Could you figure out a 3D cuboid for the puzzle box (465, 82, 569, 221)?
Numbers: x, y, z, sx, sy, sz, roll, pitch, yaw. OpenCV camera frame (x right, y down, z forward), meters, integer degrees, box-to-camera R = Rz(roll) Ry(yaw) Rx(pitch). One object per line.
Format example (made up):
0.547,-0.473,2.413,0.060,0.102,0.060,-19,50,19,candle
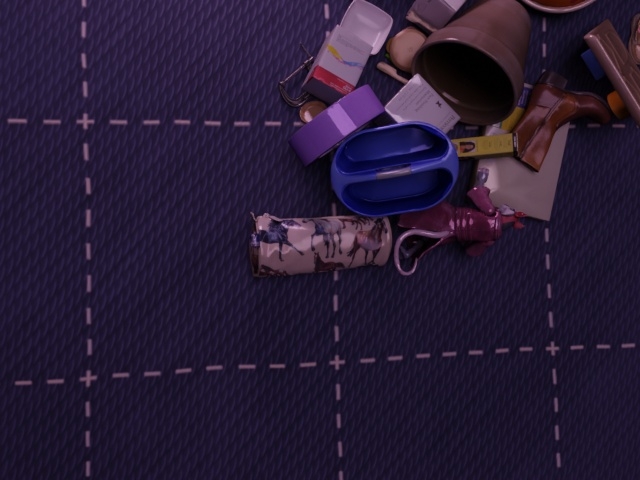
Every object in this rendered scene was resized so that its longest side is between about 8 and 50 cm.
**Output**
0.628,-0.286,1.818,0.272,0.052,0.409,14,86,-8,puzzle box

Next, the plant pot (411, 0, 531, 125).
0.469,-0.549,1.689,0.323,0.323,0.280,34,70,-7,plant pot

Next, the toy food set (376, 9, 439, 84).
0.267,-0.580,1.760,0.132,0.038,0.192,32,101,-3,toy food set

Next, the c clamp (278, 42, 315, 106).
-0.064,-0.484,1.729,0.137,0.022,0.161,44,81,-11,c clamp

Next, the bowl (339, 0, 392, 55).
0.130,-0.636,1.745,0.142,0.053,0.142,27,84,-8,bowl

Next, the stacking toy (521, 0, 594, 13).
0.726,-0.886,1.615,0.350,0.480,0.350,0,89,7,stacking toy

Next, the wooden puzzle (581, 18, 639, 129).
0.914,-0.509,1.783,0.322,0.080,0.348,56,40,-4,wooden puzzle

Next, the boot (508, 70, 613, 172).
0.724,-0.336,1.763,0.264,0.096,0.280,29,86,-11,boot

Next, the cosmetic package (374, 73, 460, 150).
0.279,-0.360,1.712,0.183,0.151,0.151,43,84,-6,cosmetic package

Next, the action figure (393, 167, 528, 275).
0.399,-0.056,1.657,0.370,0.276,0.248,-3,109,18,action figure

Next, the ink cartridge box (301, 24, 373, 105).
0.048,-0.502,1.682,0.127,0.128,0.176,26,82,-14,ink cartridge box

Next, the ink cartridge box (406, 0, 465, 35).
0.406,-0.769,1.715,0.117,0.207,0.283,39,84,-4,ink cartridge box

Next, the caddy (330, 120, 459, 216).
0.199,-0.197,1.576,0.341,0.179,0.241,-9,107,10,caddy

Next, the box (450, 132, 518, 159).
0.468,-0.275,1.726,0.232,0.087,0.058,-4,88,21,box

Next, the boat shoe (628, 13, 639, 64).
1.052,-0.665,1.892,0.063,0.059,0.170,0,88,-9,boat shoe

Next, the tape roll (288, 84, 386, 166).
0.045,-0.316,1.611,0.275,0.275,0.090,-36,94,-8,tape roll

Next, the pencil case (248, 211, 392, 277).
0.000,0.000,1.654,0.410,0.160,0.183,-5,109,-9,pencil case

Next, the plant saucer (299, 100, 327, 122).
-0.019,-0.377,1.720,0.083,0.015,0.083,-3,64,6,plant saucer
